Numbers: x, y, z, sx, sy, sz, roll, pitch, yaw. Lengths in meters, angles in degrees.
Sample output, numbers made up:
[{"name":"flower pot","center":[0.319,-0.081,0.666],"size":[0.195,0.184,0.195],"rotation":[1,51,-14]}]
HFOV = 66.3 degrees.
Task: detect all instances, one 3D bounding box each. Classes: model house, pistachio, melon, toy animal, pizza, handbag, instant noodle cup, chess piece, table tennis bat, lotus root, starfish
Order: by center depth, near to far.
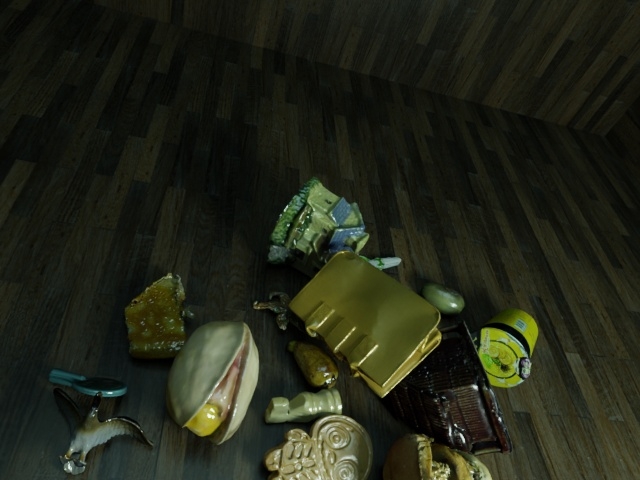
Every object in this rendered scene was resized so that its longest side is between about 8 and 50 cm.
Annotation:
[{"name":"toy animal","center":[-0.509,0.424,1.096],"size":[0.272,0.197,0.160],"rotation":[22,47,-8]},{"name":"table tennis bat","center":[-0.574,0.351,1.203],"size":[0.201,0.124,0.033],"rotation":[11,85,10]},{"name":"pistachio","center":[-0.261,0.342,1.236],"size":[0.229,0.230,0.309],"rotation":[17,41,-7]},{"name":"chess piece","center":[-0.049,0.451,1.321],"size":[0.200,0.090,0.090],"rotation":[0,49,-20]},{"name":"pizza","center":[-0.455,0.212,1.393],"size":[0.189,0.071,0.297],"rotation":[-8,48,-13]},{"name":"model house","center":[0.344,0.447,1.407],"size":[0.282,0.317,0.297],"rotation":[-20,19,9]},{"name":"handbag","center":[0.120,0.229,1.421],"size":[0.283,0.133,0.401],"rotation":[-40,53,-20]},{"name":"lotus root","center":[-0.027,0.348,1.427],"size":[0.190,0.094,0.108],"rotation":[45,13,27]},{"name":"starfish","center":[-0.111,0.230,1.546],"size":[0.209,0.053,0.150],"rotation":[14,32,-3]},{"name":"model house","center":[0.000,0.000,1.619],"size":[0.266,0.321,0.261],"rotation":[31,51,6]},{"name":"instant noodle cup","center":[0.618,0.338,1.633],"size":[0.215,0.216,0.236],"rotation":[42,40,18]},{"name":"melon","center":[0.432,0.206,1.743],"size":[0.162,0.099,0.099],"rotation":[30,44,11]}]

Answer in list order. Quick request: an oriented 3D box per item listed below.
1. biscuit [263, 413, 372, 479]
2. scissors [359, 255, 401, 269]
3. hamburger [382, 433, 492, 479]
[{"name":"biscuit","center":[0.001,0.552,1.239],"size":[0.288,0.044,0.202],"rotation":[0,68,-23]},{"name":"scissors","center":[0.212,0.089,1.813],"size":[0.204,0.027,0.101],"rotation":[-6,53,-25]},{"name":"hamburger","center":[0.278,0.615,1.190],"size":[0.211,0.260,0.245],"rotation":[23,74,-22]}]
